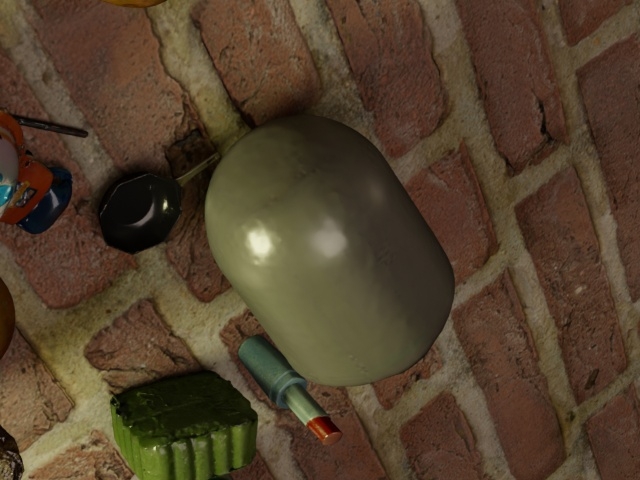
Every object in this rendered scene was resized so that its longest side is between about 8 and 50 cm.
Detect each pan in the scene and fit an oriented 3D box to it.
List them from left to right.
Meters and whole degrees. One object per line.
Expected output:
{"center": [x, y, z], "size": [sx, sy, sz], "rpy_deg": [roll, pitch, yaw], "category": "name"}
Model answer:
{"center": [-0.244, -0.061, 1.955], "size": [0.202, 0.048, 0.128], "rpy_deg": [-21, 131, -22], "category": "pan"}

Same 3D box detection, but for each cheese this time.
{"center": [-0.457, -0.082, 1.733], "size": [0.217, 0.129, 0.329], "rpy_deg": [-49, 153, 10], "category": "cheese"}

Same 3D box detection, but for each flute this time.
{"center": [-0.436, -0.168, 1.766], "size": [0.269, 0.014, 0.014], "rpy_deg": [10, 113, -40], "category": "flute"}

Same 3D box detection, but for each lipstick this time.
{"center": [-0.048, 0.253, 2.153], "size": [0.061, 0.274, 0.068], "rpy_deg": [24, 103, -43], "category": "lipstick"}

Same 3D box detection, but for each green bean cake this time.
{"center": [-0.223, 0.307, 2.117], "size": [0.214, 0.200, 0.113], "rpy_deg": [-12, 117, -25], "category": "green bean cake"}

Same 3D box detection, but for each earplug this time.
{"center": [0.000, 0.000, 1.992], "size": [0.312, 0.312, 0.394], "rpy_deg": [-41, 134, -6], "category": "earplug"}

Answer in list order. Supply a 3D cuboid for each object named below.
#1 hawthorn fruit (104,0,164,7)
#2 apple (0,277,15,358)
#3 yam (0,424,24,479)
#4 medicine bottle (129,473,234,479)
{"center": [-0.233, -0.403, 1.593], "size": [0.277, 0.277, 0.298], "rpy_deg": [-46, 155, -1], "category": "hawthorn fruit"}
{"center": [-0.540, 0.100, 1.766], "size": [0.210, 0.173, 0.235], "rpy_deg": [-49, 125, -2], "category": "apple"}
{"center": [-0.528, 0.261, 1.819], "size": [0.131, 0.279, 0.131], "rpy_deg": [-21, 125, -34], "category": "yam"}
{"center": [-0.187, 0.525, 2.202], "size": [0.212, 0.325, 0.212], "rpy_deg": [-20, 131, -25], "category": "medicine bottle"}
